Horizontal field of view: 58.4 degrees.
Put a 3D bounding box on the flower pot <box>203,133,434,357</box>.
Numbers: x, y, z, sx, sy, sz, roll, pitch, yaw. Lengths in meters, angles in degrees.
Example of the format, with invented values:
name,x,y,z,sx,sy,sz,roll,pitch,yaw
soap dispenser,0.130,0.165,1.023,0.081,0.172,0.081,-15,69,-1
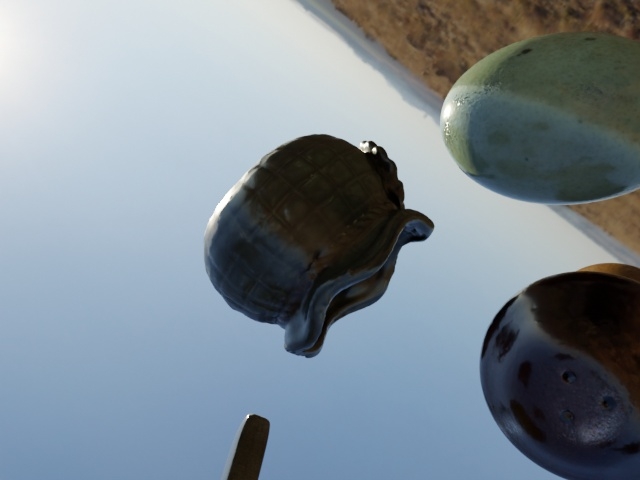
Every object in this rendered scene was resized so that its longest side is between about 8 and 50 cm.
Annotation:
name,x,y,z,sx,sy,sz,roll,pitch,yaw
flower pot,0.000,0.000,0.794,0.213,0.301,0.302,45,-163,13

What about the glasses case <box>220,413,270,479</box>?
name,x,y,z,sx,sy,sz,roll,pitch,yaw
glasses case,-0.186,0.549,1.264,0.074,0.131,0.323,20,-137,-5

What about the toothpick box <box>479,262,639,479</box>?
name,x,y,z,sx,sy,sz,roll,pitch,yaw
toothpick box,0.284,0.112,0.577,0.192,0.192,0.294,44,-153,21

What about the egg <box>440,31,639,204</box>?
name,x,y,z,sx,sy,sz,roll,pitch,yaw
egg,0.237,-0.120,0.575,0.237,0.169,0.169,8,176,36
